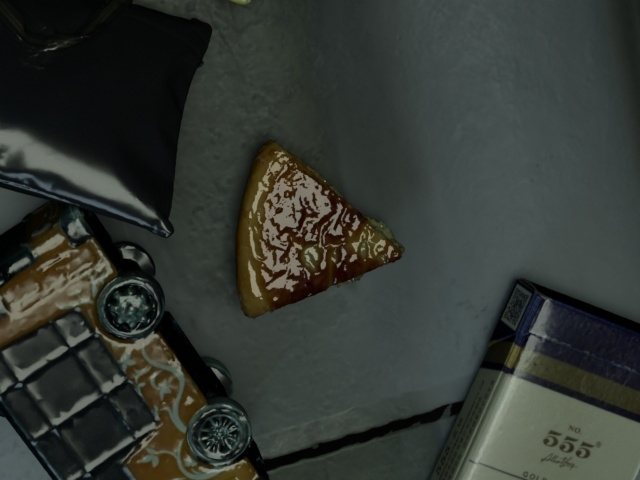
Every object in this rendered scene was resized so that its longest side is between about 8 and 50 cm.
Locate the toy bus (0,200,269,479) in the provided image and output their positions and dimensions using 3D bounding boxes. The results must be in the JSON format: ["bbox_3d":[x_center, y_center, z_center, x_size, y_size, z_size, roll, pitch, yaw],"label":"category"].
[{"bbox_3d":[-0.177,0.106,1.074,0.167,0.138,0.275,-32,108,-2],"label":"toy bus"}]

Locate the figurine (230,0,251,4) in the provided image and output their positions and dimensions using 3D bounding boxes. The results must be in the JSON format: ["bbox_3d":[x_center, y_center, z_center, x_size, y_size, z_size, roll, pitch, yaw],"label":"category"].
[{"bbox_3d":[0.054,-0.327,1.003,0.394,0.274,0.227,-39,86,27],"label":"figurine"}]

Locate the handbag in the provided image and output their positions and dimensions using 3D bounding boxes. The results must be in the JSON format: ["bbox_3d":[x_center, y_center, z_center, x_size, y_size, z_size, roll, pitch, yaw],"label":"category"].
[{"bbox_3d":[-0.215,-0.124,1.010,0.254,0.089,0.211,16,55,-11],"label":"handbag"}]

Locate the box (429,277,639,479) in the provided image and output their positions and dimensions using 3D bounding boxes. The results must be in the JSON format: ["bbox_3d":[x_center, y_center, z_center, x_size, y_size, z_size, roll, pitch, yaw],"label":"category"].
[{"bbox_3d":[0.206,0.180,1.201,0.168,0.071,0.259,22,95,-15],"label":"box"}]

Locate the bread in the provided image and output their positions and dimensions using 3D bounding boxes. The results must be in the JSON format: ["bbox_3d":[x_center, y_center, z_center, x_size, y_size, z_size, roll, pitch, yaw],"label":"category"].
[{"bbox_3d":[-0.023,0.010,1.129,0.154,0.054,0.136,36,90,-10],"label":"bread"}]
